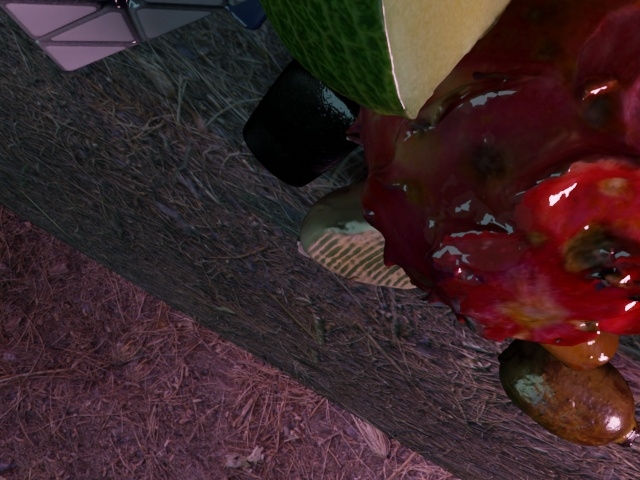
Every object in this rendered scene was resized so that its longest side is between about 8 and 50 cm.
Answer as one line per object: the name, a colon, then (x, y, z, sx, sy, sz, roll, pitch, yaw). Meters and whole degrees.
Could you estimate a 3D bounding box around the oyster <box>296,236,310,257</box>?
oyster: (0.001, 0.001, 1.221, 0.098, 0.037, 0.100, 26, 145, -38)

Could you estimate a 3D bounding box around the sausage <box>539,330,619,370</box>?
sausage: (0.293, 0.069, 0.866, 0.109, 0.109, 0.270, 3, 145, 51)

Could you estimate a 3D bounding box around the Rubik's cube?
Rubik's cube: (-0.187, -0.272, 0.567, 0.228, 0.229, 0.233, 37, 173, 41)

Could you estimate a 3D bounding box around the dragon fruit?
dragon fruit: (0.181, -0.049, 0.592, 0.370, 0.249, 0.386, 13, 154, 31)

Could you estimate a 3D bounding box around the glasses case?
glasses case: (-0.022, -0.145, 0.840, 0.122, 0.082, 0.321, 46, 162, -7)

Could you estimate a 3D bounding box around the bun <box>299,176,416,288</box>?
bun: (0.093, -0.018, 0.925, 0.237, 0.116, 0.210, 11, 153, -8)

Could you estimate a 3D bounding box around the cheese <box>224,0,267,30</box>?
cheese: (-0.154, -0.316, 0.688, 0.250, 0.064, 0.156, 40, 157, -16)

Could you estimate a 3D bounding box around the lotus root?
lotus root: (0.395, 0.239, 1.029, 0.260, 0.145, 0.128, 37, -162, -5)

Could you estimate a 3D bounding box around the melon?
melon: (0.027, -0.291, 0.361, 0.226, 0.331, 0.344, -11, 137, 9)
